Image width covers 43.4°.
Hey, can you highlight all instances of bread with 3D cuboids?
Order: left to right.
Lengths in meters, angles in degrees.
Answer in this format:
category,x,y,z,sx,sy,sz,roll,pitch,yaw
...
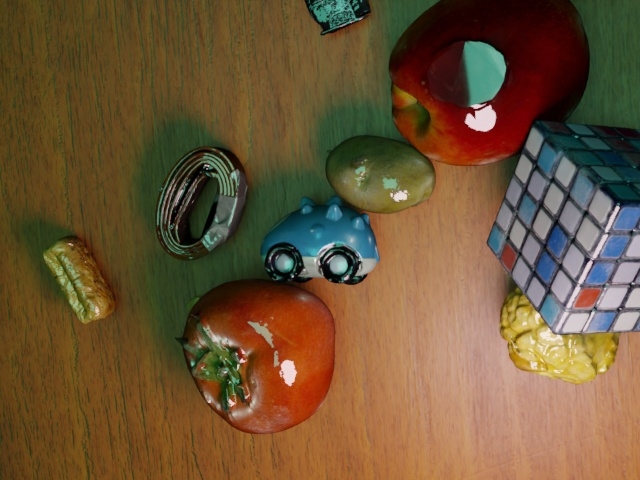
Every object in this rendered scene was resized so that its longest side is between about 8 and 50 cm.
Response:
category,x,y,z,sx,sy,sz,roll,pitch,yaw
bread,-0.557,0.090,1.873,0.083,0.114,0.211,-28,92,10

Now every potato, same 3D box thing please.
category,x,y,z,sx,sy,sz,roll,pitch,yaw
potato,-0.278,0.174,1.854,0.068,0.062,0.083,-17,71,-2
potato,0.115,-0.141,1.682,0.251,0.174,0.159,23,104,23

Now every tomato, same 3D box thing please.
category,x,y,z,sx,sy,sz,roll,pitch,yaw
tomato,-0.125,0.236,1.723,0.341,0.272,0.342,12,112,32

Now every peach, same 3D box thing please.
category,x,y,z,sx,sy,sz,roll,pitch,yaw
peach,0.315,-0.320,1.551,0.405,0.310,0.335,-21,89,15

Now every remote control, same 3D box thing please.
category,x,y,z,sx,sy,sz,roll,pitch,yaw
remote control,-0.008,-0.640,1.702,0.144,0.062,0.399,-19,91,12

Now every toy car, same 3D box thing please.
category,x,y,z,sx,sy,sz,roll,pitch,yaw
toy car,0.000,0.000,1.711,0.255,0.188,0.190,0,87,15

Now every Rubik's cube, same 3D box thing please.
category,x,y,z,sx,sy,sz,roll,pitch,yaw
Rubik's cube,0.521,-0.024,1.464,0.286,0.292,0.293,1,122,-20

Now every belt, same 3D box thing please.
category,x,y,z,sx,sy,sz,roll,pitch,yaw
belt,-0.264,-0.081,1.796,0.184,0.105,0.261,30,101,5

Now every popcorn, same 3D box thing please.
category,x,y,z,sx,sy,sz,roll,pitch,yaw
popcorn,0.482,0.169,1.622,0.250,0.190,0.250,4,80,-26
